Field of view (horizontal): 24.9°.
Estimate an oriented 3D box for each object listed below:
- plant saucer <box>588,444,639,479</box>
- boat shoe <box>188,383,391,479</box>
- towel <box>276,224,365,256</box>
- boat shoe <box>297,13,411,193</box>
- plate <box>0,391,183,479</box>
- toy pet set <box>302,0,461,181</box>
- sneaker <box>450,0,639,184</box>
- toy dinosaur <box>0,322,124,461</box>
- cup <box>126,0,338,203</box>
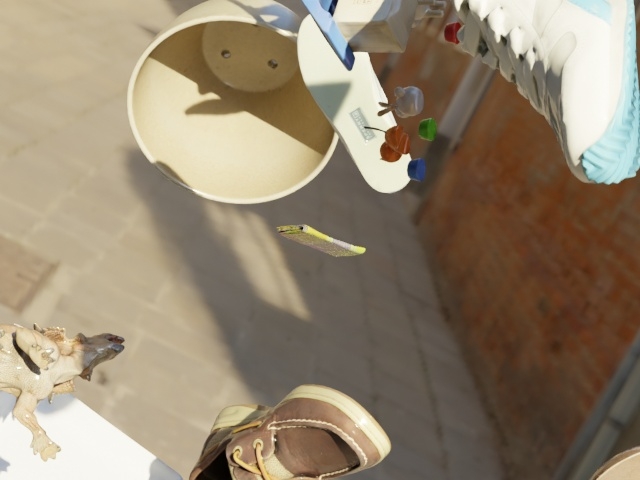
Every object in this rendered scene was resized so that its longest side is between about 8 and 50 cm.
[{"bbox_3d":[0.372,0.292,1.692,0.168,0.168,0.029,21,29,-32],"label":"plant saucer"},{"bbox_3d":[-0.050,0.255,1.683,0.123,0.123,0.342,51,-32,-17],"label":"boat shoe"},{"bbox_3d":[0.000,0.000,1.550,0.083,0.009,0.060,21,-14,-30],"label":"towel"},{"bbox_3d":[0.036,-0.161,1.685,0.227,0.079,0.081,63,1,-12],"label":"boat shoe"},{"bbox_3d":[-0.366,0.319,1.905,0.277,0.045,0.278,34,38,14],"label":"plate"},{"bbox_3d":[0.033,-0.118,0.937,0.065,0.122,0.114,4,-27,27],"label":"toy pet set"},{"bbox_3d":[0.118,-0.113,0.772,0.092,0.087,0.229,-10,46,6],"label":"sneaker"},{"bbox_3d":[-0.373,0.130,1.666,0.295,0.127,0.200,26,7,-23],"label":"toy dinosaur"},{"bbox_3d":[-0.123,-0.258,2.311,0.331,0.331,0.237,25,33,-11],"label":"cup"}]
